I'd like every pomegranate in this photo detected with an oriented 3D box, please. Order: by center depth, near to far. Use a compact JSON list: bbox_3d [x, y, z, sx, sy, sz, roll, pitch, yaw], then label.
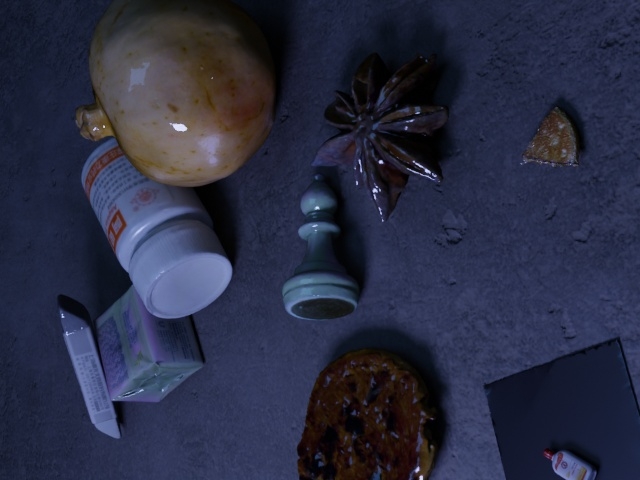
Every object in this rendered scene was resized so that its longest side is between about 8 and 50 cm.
[{"bbox_3d":[-0.282,-0.290,1.937,0.411,0.411,0.412,-7,79,43],"label":"pomegranate"}]

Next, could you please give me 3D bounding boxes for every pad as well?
[{"bbox_3d":[0.382,0.357,1.472,0.247,0.007,0.368,-26,67,38],"label":"pad"}]

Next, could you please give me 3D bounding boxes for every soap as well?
[{"bbox_3d":[-0.368,0.221,2.116,0.182,0.138,0.199,-38,59,34],"label":"soap"}]

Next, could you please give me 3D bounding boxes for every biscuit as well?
[{"bbox_3d":[0.083,0.353,1.709,0.289,0.081,0.334,22,96,44],"label":"biscuit"}]

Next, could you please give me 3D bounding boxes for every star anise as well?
[{"bbox_3d":[0.105,-0.182,1.745,0.315,0.108,0.315,-3,85,42],"label":"star anise"}]

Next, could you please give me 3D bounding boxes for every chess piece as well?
[{"bbox_3d":[0.000,0.000,1.824,0.139,0.139,0.272,-23,57,39],"label":"chess piece"}]

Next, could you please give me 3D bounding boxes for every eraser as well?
[{"bbox_3d":[-0.500,0.276,2.165,0.089,0.061,0.352,-121,19,-62],"label":"eraser"}]

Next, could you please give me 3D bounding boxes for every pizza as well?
[{"bbox_3d":[0.366,-0.160,1.548,0.100,0.029,0.099,7,81,42],"label":"pizza"}]

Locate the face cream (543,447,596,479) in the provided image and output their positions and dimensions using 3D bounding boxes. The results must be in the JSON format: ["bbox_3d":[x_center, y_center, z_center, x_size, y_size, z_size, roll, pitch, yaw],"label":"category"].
[{"bbox_3d":[0.365,0.332,1.472,0.083,0.021,0.040,28,103,43],"label":"face cream"}]

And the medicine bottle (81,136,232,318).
[{"bbox_3d":[-0.343,-0.036,2.078,0.211,0.211,0.371,-51,53,26],"label":"medicine bottle"}]
